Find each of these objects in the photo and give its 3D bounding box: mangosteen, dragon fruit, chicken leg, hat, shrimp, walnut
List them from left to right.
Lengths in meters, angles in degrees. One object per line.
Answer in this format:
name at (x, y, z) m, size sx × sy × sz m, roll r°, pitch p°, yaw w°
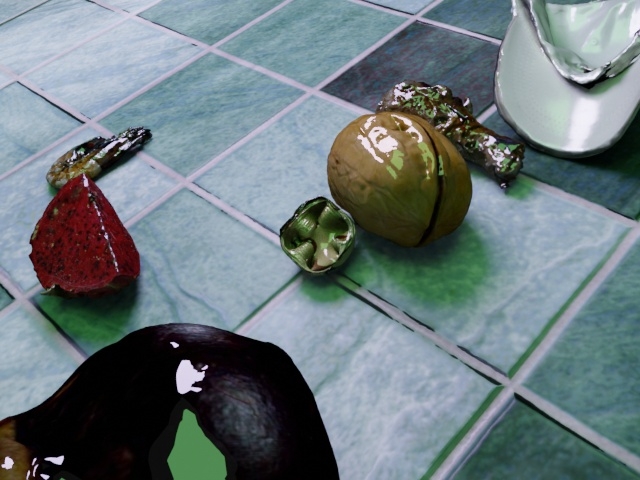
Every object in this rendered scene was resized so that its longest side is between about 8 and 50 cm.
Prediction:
dragon fruit at (-0.274, 0.016, 0.748) m, size 0.106 × 0.083 × 0.162 m, roll -34°, pitch 65°, yaw 5°
shrimp at (-0.321, -0.129, 0.922) m, size 0.161 × 0.034 × 0.091 m, roll -35°, pitch 49°, yaw -19°
mangosteen at (-0.126, 0.194, 0.442) m, size 0.288 × 0.233 × 0.287 m, roll -3°, pitch 52°, yaw 3°
hat at (0.000, 0.000, 0.710) m, size 0.076 × 0.059 × 0.077 m, roll 42°, pitch 84°, yaw 18°
walnut at (0.088, -0.068, 0.706) m, size 0.144 × 0.144 × 0.180 m, roll -23°, pitch 40°, yaw -10°
chicken leg at (0.162, -0.135, 0.804) m, size 0.196 × 0.080 × 0.125 m, roll 17°, pitch 62°, yaw 16°
hat at (0.368, -0.231, 0.817) m, size 0.258 × 0.168 × 0.301 m, roll 5°, pitch 69°, yaw 47°
